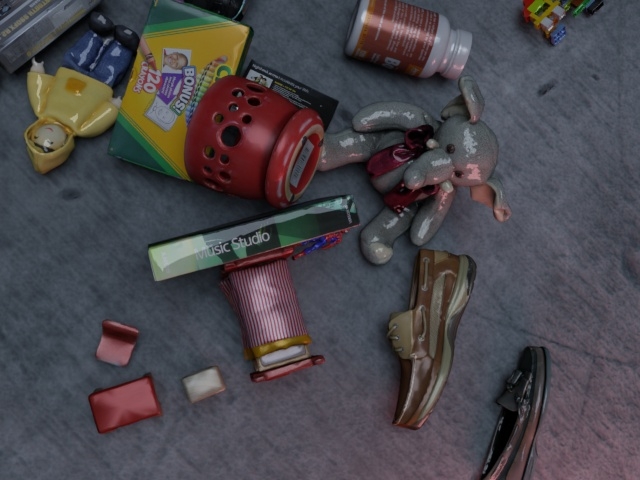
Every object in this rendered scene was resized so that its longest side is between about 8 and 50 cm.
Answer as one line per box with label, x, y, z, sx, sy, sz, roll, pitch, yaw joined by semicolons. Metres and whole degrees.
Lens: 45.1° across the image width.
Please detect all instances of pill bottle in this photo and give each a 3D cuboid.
pill bottle;0.161;-0.371;1.421;0.216;0.121;0.121;16;78;-6

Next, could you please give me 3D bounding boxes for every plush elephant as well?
plush elephant;0.186;-0.129;1.303;0.330;0.255;0.271;-27;98;-18

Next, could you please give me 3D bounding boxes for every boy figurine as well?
boy figurine;-0.425;-0.249;1.317;0.177;0.092;0.285;30;74;-6

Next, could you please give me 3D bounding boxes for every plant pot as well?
plant pot;-0.098;-0.151;1.247;0.174;0.191;0.191;23;77;15

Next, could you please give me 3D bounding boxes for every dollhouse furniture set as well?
dollhouse furniture set;-0.201;0.162;1.251;0.374;0.152;0.201;-17;84;-12

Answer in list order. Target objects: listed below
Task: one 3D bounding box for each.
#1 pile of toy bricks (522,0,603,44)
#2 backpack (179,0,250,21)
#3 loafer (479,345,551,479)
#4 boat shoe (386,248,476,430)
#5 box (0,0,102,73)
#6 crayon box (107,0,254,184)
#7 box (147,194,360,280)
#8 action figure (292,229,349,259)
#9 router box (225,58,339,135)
pile of toy bricks;0.483;-0.491;1.519;0.212;0.118;0.105;-45;61;2
backpack;-0.185;-0.492;1.363;0.166;0.144;0.188;20;104;-4
loafer;0.342;0.312;1.353;0.084;0.096;0.267;12;81;-2
boat shoe;0.172;0.163;1.342;0.120;0.122;0.323;20;70;-1
box;-0.502;-0.417;1.317;0.183;0.056;0.231;40;76;21
crayon box;-0.235;-0.252;1.305;0.166;0.081;0.278;19;99;-3
box;-0.119;-0.008;1.252;0.322;0.232;0.058;-17;95;-12
action figure;0.000;0.000;1.379;0.115;0.030;0.038;-23;80;-15
router box;-0.073;-0.228;1.394;0.179;0.046;0.133;26;77;-4
